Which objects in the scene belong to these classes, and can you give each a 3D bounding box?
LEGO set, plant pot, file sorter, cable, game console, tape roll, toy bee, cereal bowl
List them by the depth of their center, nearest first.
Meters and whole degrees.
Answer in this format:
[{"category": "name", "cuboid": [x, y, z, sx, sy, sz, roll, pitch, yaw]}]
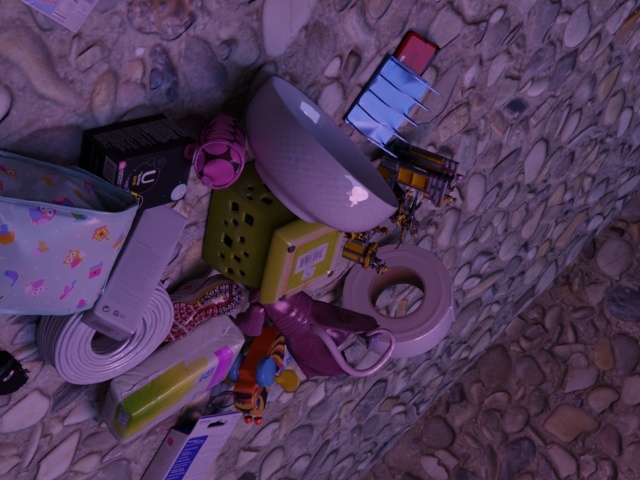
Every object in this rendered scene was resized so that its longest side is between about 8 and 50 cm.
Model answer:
[{"category": "cereal bowl", "cuboid": [-0.018, -0.138, 1.818, 0.141, 0.339, 0.339, -42, 154, 13]}, {"category": "cable", "cuboid": [-0.400, 0.160, 1.851, 0.257, 0.089, 0.257, 5, 122, -49]}, {"category": "plant pot", "cuboid": [-0.080, -0.019, 1.988, 0.228, 0.207, 0.227, -24, 143, -37]}, {"category": "file sorter", "cuboid": [0.155, -0.277, 2.066, 0.118, 0.104, 0.170, 30, 103, -30]}, {"category": "game console", "cuboid": [0.190, -0.378, 2.140, 0.124, 0.085, 0.144, 24, 106, -29]}, {"category": "LEGO set", "cuboid": [0.201, -0.065, 2.257, 0.331, 0.192, 0.255, -47, 155, -54]}, {"category": "toy bee", "cuboid": [-0.167, 0.343, 2.317, 0.298, 0.195, 0.162, -35, 129, -35]}, {"category": "tape roll", "cuboid": [0.203, 0.153, 2.514, 0.286, 0.286, 0.100, -43, 150, -13]}]

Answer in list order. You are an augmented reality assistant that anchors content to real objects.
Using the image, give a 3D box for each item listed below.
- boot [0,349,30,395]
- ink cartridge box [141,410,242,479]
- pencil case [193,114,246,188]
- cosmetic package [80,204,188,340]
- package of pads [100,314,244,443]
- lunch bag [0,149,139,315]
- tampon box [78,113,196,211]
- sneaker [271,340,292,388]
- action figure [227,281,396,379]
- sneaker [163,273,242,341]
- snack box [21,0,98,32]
[{"category": "boot", "cuboid": [-0.588, 0.254, 1.772, 0.121, 0.045, 0.099, -38, 156, -17]}, {"category": "ink cartridge box", "cuboid": [-0.343, 0.556, 2.460, 0.175, 0.069, 0.371, 5, 124, -56]}, {"category": "pencil case", "cuboid": [-0.175, -0.151, 1.705, 0.098, 0.095, 0.209, -43, -166, 10]}, {"category": "cosmetic package", "cuboid": [-0.324, 0.051, 1.717, 0.117, 0.085, 0.231, -24, -142, 62]}, {"category": "package of pads", "cuboid": [-0.317, 0.293, 2.083, 0.296, 0.101, 0.229, -31, 166, -29]}, {"category": "lunch bag", "cuboid": [-0.431, -0.002, 1.523, 0.262, 0.160, 0.223, 10, 118, -38]}, {"category": "tampon box", "cuboid": [-0.307, -0.125, 1.645, 0.161, 0.101, 0.120, -21, 140, -42]}, {"category": "sneaker", "cuboid": [-0.110, 0.309, 2.475, 0.081, 0.080, 0.211, -4, 130, -49]}, {"category": "action figure", "cuboid": [-0.063, 0.172, 2.150, 0.370, 0.275, 0.248, 39, 87, -23]}, {"category": "sneaker", "cuboid": [-0.275, 0.136, 2.024, 0.225, 0.093, 0.088, -20, 119, -15]}, {"category": "snack box", "cuboid": [-0.381, -0.349, 1.353, 0.064, 0.022, 0.178, -52, 152, 7]}]
